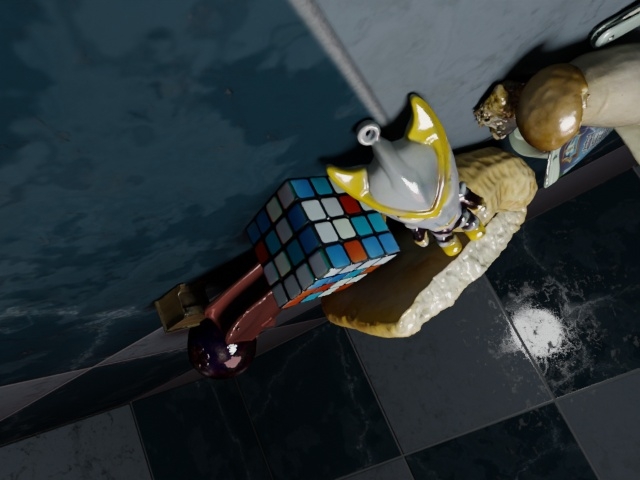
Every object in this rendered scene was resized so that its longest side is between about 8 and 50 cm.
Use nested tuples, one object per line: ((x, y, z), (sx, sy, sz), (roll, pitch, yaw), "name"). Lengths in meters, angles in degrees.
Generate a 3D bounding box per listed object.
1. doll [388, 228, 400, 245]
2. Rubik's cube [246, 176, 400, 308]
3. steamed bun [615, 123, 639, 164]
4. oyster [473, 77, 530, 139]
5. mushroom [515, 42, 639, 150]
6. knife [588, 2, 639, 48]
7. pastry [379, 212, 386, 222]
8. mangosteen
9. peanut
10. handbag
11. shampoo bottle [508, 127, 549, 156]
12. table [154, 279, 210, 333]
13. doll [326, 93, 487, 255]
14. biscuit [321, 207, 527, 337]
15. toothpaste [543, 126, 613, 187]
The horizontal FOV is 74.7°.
((0.085, 0.025, 0.969), (0.180, 0.111, 0.107), (-25, 135, 21), "doll")
((0.000, 0.000, 0.666), (0.154, 0.151, 0.155), (-13, 161, -42), "Rubik's cube")
((0.837, -0.275, 0.877), (0.342, 0.255, 0.368), (-22, 167, -20), "steamed bun")
((0.289, -0.200, 0.642), (0.148, 0.051, 0.103), (4, 141, -43), "oyster")
((0.420, -0.220, 0.616), (0.349, 0.129, 0.128), (-21, 165, -26), "mushroom")
((0.441, -0.312, 0.550), (0.162, 0.023, 0.044), (-29, 167, 14), "knife")
((0.069, -0.032, 0.769), (0.109, 0.097, 0.057), (-27, 166, 8), "pastry")
((-0.242, 0.250, 1.099), (0.194, 0.194, 0.230), (-35, -176, 32), "mangosteen")
((0.301, -0.098, 0.813), (0.324, 0.154, 0.140), (-10, 162, -26), "peanut")
((-0.101, 0.106, 0.898), (0.260, 0.084, 0.275), (-43, 167, -8), "handbag")
((0.429, -0.200, 0.798), (0.262, 0.085, 0.085), (-9, 159, -45), "shampoo bottle")
((-0.266, 0.131, 0.840), (0.082, 0.070, 0.083), (-35, 163, 30), "table")
((0.146, -0.070, 0.625), (0.145, 0.103, 0.316), (-14, 147, 37), "doll")
((0.198, 0.075, 0.989), (0.429, 0.104, 0.446), (-42, -164, -32), "biscuit")
((0.501, -0.216, 0.761), (0.392, 0.061, 0.099), (-34, 131, -31), "toothpaste")
